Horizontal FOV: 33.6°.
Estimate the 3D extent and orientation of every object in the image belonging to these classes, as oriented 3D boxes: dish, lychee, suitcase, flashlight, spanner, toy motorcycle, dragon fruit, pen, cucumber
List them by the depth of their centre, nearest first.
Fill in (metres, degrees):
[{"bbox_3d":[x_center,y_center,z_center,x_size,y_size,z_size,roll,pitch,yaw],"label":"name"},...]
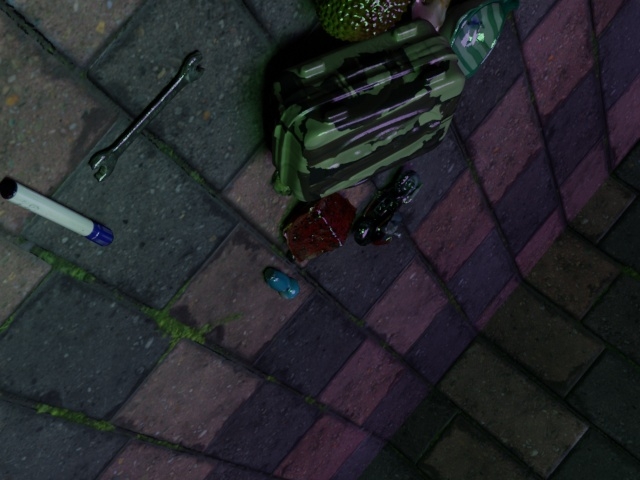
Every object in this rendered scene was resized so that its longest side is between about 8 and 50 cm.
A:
[{"bbox_3d":[-0.396,-0.039,1.609,0.033,0.033,0.269,-52,155,1],"label":"pen"},{"bbox_3d":[-0.265,-0.192,1.638,0.254,0.015,0.054,-48,155,-6],"label":"spanner"},{"bbox_3d":[0.065,-0.409,1.749,0.171,0.171,0.171,-39,153,-25],"label":"lychee"},{"bbox_3d":[0.065,-0.221,1.910,0.351,0.194,0.339,-23,158,-15],"label":"suitcase"},{"bbox_3d":[0.002,-0.136,2.119,0.245,0.067,0.067,-19,141,-53],"label":"cucumber"},{"bbox_3d":[0.303,-0.437,2.190,0.246,0.078,0.224,-47,155,-6],"label":"dish"},{"bbox_3d":[-0.005,-0.046,2.223,0.127,0.120,0.161,61,33,-22],"label":"dragon fruit"},{"bbox_3d":[-0.085,0.089,2.295,0.051,0.051,0.129,-49,151,-4],"label":"flashlight"},{"bbox_3d":[0.165,-0.065,2.460,0.213,0.082,0.122,-51,154,2],"label":"toy motorcycle"}]

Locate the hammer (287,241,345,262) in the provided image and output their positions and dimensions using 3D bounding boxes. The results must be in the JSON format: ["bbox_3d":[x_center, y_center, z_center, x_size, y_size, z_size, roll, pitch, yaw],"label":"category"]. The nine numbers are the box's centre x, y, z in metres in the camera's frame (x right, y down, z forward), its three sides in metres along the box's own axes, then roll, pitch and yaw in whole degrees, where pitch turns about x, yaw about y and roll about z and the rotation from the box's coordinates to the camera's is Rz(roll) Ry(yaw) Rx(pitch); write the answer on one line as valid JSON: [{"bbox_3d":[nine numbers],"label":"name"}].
[{"bbox_3d":[0.000,0.000,2.343,0.201,0.021,0.078,-27,146,-44],"label":"hammer"}]

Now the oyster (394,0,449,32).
[{"bbox_3d":[0.202,-0.501,1.920,0.221,0.096,0.361,-40,154,-33],"label":"oyster"}]
